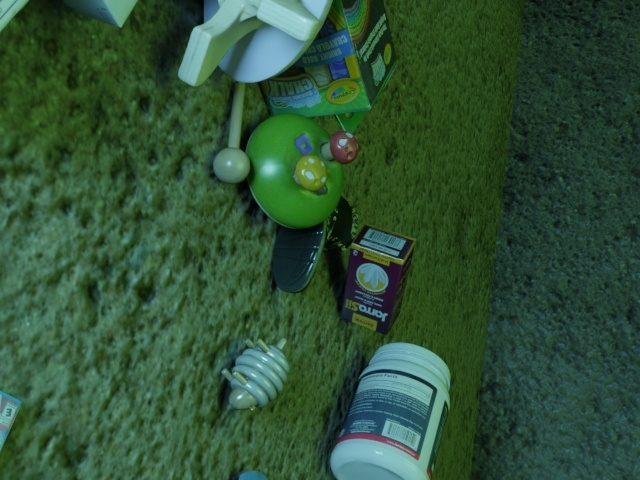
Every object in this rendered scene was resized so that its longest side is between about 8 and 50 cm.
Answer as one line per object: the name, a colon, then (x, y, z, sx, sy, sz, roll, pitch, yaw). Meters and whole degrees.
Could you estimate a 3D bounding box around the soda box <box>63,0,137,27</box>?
soda box: (-0.236, -0.300, 0.658, 0.074, 0.069, 0.216, -64, 164, -16)

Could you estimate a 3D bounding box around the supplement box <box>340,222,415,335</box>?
supplement box: (0.108, 0.075, 1.358, 0.081, 0.104, 0.188, -52, 155, -50)

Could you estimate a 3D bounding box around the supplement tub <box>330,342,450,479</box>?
supplement tub: (0.145, 0.357, 1.392, 0.272, 0.191, 0.191, -63, 143, -42)

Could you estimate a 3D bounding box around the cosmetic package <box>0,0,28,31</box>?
cosmetic package: (-0.349, -0.262, 0.483, 0.296, 0.129, 0.153, 63, 38, -43)

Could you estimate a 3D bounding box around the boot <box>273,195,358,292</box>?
boot: (0.002, -0.001, 1.236, 0.178, 0.085, 0.236, 45, 51, -58)

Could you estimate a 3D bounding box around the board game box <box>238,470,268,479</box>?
board game box: (-0.117, 0.426, 1.045, 0.133, 0.033, 0.169, 62, 32, -34)

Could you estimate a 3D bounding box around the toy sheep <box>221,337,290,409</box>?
toy sheep: (-0.089, 0.194, 1.046, 0.132, 0.091, 0.091, -51, 137, -26)

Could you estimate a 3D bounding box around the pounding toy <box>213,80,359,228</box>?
pounding toy: (-0.029, -0.126, 1.062, 0.237, 0.110, 0.183, 28, 64, -35)

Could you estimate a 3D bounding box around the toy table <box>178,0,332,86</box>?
toy table: (-0.092, -0.327, 0.900, 0.161, 0.252, 0.274, -41, 148, -62)

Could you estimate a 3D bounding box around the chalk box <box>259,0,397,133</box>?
chalk box: (0.005, -0.310, 1.146, 0.180, 0.179, 0.289, -61, 142, -46)

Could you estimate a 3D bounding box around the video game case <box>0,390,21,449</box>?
video game case: (-0.340, 0.198, 0.618, 0.119, 0.015, 0.166, 54, 43, -49)
